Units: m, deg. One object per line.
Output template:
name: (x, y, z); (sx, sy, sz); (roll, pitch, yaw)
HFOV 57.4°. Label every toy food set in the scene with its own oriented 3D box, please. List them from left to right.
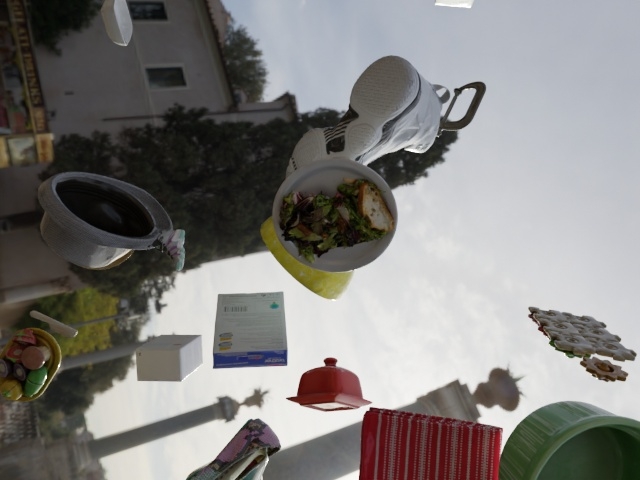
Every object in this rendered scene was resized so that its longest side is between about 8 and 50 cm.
toy food set: (-0.651, 0.266, 1.285); (0.218, 0.128, 0.071); (-58, 180, 6)

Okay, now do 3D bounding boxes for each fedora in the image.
fedora: (-0.460, -0.029, 1.213); (0.244, 0.275, 0.124); (46, -68, 22)

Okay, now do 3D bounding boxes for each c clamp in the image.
c clamp: (0.322, -0.315, 1.399); (0.137, 0.022, 0.160); (19, -104, 56)

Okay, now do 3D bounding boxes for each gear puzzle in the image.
gear puzzle: (0.564, 0.227, 1.247); (0.339, 0.175, 0.044); (-71, 170, -76)

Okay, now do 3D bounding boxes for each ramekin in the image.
ramekin: (0.475, 0.441, 1.053); (0.148, 0.303, 0.303); (-152, -127, -81)

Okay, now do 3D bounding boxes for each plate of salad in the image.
plate of salad: (0.022, -0.032, 0.920); (0.048, 0.200, 0.200); (-83, 177, -62)

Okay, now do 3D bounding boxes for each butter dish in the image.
butter dish: (0.023, 0.334, 1.376); (0.160, 0.160, 0.118); (-15, -120, 34)

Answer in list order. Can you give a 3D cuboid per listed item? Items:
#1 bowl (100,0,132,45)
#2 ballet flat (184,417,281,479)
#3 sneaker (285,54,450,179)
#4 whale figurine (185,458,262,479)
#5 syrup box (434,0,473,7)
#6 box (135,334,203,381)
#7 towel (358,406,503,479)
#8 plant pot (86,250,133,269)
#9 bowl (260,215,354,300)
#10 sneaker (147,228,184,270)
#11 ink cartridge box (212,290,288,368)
bowl: (-0.634, -0.691, 1.812); (0.142, 0.053, 0.142); (87, 0, -47)
ballet flat: (-0.143, 0.352, 0.842); (0.079, 0.221, 0.077); (31, -37, 30)
sneaker: (0.100, -0.193, 1.166); (0.366, 0.210, 0.137); (-46, -118, 32)
whale figurine: (-0.236, 0.591, 1.382); (0.141, 0.216, 0.272); (63, -34, 13)
syrup box: (0.332, -0.648, 1.346); (0.237, 0.093, 0.096); (84, 13, -78)
box: (-0.418, 0.325, 1.634); (0.170, 0.130, 0.091); (-27, 116, -80)
towel: (0.210, 0.443, 1.143); (0.031, 0.275, 0.199); (39, 58, -83)
plant pot: (-0.637, -0.035, 1.676); (0.032, 0.236, 0.236); (-168, -112, -75)
bowl: (0.000, 0.000, 1.537); (0.156, 0.289, 0.289); (-47, -130, 15)
sneaker: (-0.295, 0.018, 1.118); (0.098, 0.069, 0.038); (-104, -158, -46)
ink cartridge box: (-0.180, 0.241, 1.516); (0.311, 0.186, 0.065); (-103, -167, -63)
